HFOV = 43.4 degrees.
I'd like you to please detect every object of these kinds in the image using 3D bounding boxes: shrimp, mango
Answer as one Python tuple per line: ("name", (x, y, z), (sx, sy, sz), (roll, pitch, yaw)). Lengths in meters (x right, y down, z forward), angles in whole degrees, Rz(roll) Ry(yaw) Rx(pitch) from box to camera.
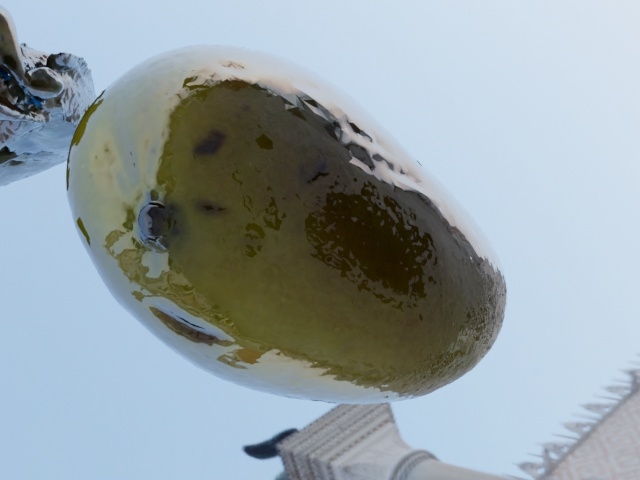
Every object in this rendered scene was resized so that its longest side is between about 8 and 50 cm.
("shrimp", (-0.333, -0.128, 0.839), (0.221, 0.446, 0.110), (-25, -90, -19))
("mango", (0.000, 0.000, 0.693), (0.445, 0.220, 0.301), (23, -146, -44))
